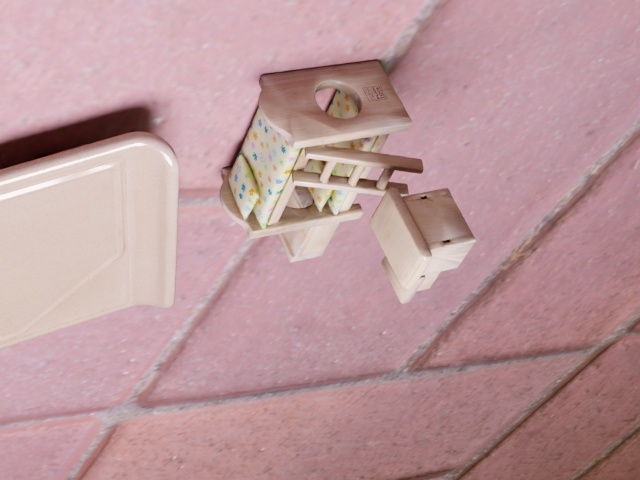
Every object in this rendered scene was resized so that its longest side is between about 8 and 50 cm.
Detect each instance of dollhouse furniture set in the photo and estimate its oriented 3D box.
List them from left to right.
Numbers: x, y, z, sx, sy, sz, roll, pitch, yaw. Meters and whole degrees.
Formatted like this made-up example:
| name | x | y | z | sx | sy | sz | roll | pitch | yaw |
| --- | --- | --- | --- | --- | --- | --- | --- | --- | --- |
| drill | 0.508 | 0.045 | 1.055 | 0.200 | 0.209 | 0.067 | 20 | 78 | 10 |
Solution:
| name | x | y | z | sx | sy | sz | roll | pitch | yaw |
| --- | --- | --- | --- | --- | --- | --- | --- | --- | --- |
| dollhouse furniture set | 0.000 | 0.000 | 0.963 | 0.101 | 0.161 | 0.182 | -11 | 149 | -28 |

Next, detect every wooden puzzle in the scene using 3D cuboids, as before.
| name | x | y | z | sx | sy | sz | roll | pitch | yaw |
| --- | --- | --- | --- | --- | --- | --- | --- | --- | --- |
| wooden puzzle | -0.216 | 0.012 | 0.936 | 0.239 | 0.044 | 0.221 | -13 | 152 | -14 |
